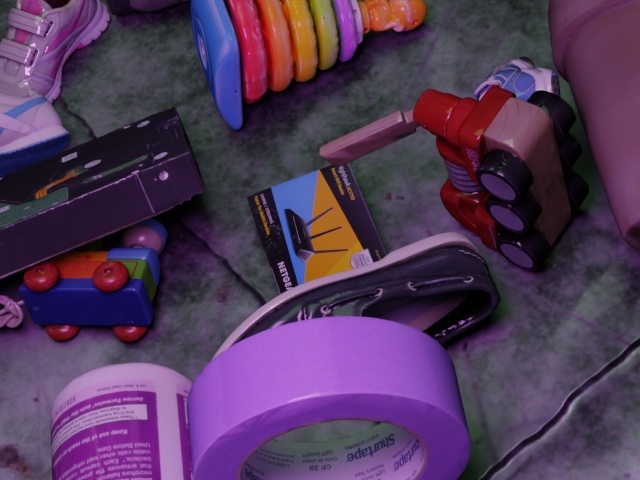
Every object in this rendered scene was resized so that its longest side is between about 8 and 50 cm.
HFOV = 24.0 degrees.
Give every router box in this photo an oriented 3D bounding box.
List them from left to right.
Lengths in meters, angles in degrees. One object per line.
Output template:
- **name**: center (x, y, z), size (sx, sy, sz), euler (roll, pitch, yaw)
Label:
- **router box**: center (0.000, 0.000, 1.777), size (0.133, 0.046, 0.179), euler (-20, 52, -1)

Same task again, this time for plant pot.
- **plant pot**: center (0.414, -0.139, 1.639), size (0.323, 0.323, 0.280), euler (-4, 71, 12)

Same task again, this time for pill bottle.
- **pill bottle**: center (-0.188, 0.291, 1.534), size (0.169, 0.169, 0.301), euler (-13, 52, 5)

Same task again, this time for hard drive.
- **hard drive**: center (-0.312, -0.048, 1.819), size (0.339, 0.064, 0.237), euler (-22, 20, -3)

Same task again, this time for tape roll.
- **tape roll**: center (0.007, 0.189, 1.490), size (0.274, 0.275, 0.090), euler (-14, 53, 5)

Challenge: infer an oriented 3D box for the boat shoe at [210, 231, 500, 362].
- **boat shoe**: center (0.044, 0.109, 1.636), size (0.340, 0.127, 0.113), euler (-22, 39, -14)

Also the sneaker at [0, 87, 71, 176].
- **sneaker**: center (-0.435, -0.130, 1.911), size (0.228, 0.087, 0.092), euler (-19, 71, -41)

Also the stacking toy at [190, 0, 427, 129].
- **stacking toy**: center (-0.007, -0.275, 1.934), size (0.301, 0.175, 0.166), euler (-13, 54, -9)

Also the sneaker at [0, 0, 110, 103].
- **sneaker**: center (-0.391, -0.272, 2.039), size (0.103, 0.111, 0.252), euler (15, 60, 24)

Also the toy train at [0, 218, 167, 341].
- **toy train**: center (-0.309, 0.037, 1.804), size (0.248, 0.105, 0.143), euler (0, 43, 16)

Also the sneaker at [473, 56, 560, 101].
- **sneaker**: center (0.216, -0.174, 1.768), size (0.081, 0.211, 0.080), euler (-7, 95, -8)

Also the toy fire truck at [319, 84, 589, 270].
- **toy fire truck**: center (0.150, -0.084, 1.690), size (0.246, 0.217, 0.158), euler (26, 69, 29)

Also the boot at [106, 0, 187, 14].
- **boot**: center (-0.179, -0.458, 2.136), size (0.222, 0.118, 0.338), euler (-2, 65, 9)
